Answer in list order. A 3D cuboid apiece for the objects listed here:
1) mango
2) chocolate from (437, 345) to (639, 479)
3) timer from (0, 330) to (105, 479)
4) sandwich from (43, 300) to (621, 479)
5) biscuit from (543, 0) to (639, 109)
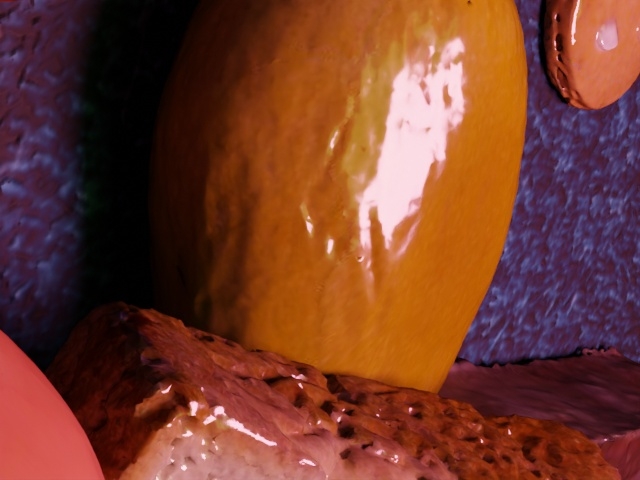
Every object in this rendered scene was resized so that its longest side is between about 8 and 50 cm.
[{"bbox_3d":[0.006,-0.004,0.844,0.195,0.142,0.332,-15,123,-42],"label":"mango"},{"bbox_3d":[0.141,0.143,1.126,0.321,0.112,0.112,0,113,-56],"label":"chocolate"},{"bbox_3d":[-0.173,0.123,0.555,0.229,0.229,0.215,-35,125,-43],"label":"timer"},{"bbox_3d":[-0.030,0.166,0.775,0.288,0.099,0.254,16,108,-35],"label":"sandwich"},{"bbox_3d":[0.196,-0.245,1.091,0.216,0.047,0.340,-7,108,-52],"label":"biscuit"}]
